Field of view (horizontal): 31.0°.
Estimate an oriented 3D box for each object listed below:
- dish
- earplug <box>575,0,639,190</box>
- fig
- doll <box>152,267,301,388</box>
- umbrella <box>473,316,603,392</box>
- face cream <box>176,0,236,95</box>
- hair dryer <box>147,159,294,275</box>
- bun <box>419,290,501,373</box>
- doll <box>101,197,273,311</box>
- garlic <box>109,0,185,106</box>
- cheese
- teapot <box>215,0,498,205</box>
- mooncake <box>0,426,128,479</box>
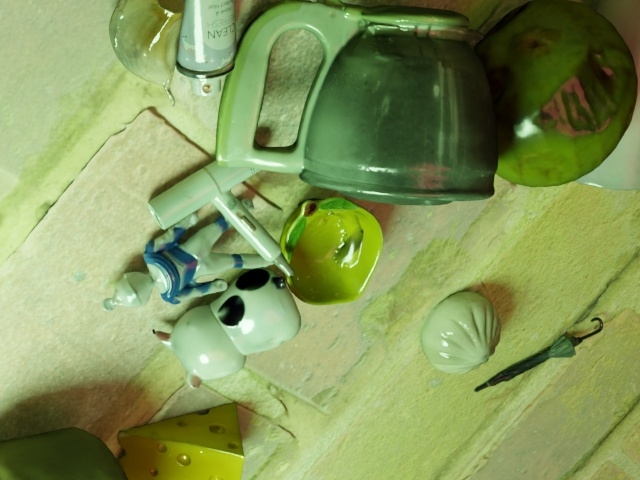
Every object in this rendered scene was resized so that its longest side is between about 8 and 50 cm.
[{"bbox_3d":[0.000,0.000,1.548,0.149,0.080,0.207,-35,135,-10],"label":"dish"},{"bbox_3d":[0.432,-0.241,1.640,0.172,0.172,0.301,-11,118,-29],"label":"earplug"},{"bbox_3d":[0.302,-0.182,1.533,0.239,0.239,0.271,-42,151,-4],"label":"fig"},{"bbox_3d":[-0.113,0.114,1.528,0.181,0.110,0.107,-36,154,-2],"label":"doll"},{"bbox_3d":[0.382,0.208,1.981,0.269,0.044,0.044,-27,104,-15],"label":"umbrella"},{"bbox_3d":[-0.130,-0.270,1.278,0.075,0.075,0.229,-17,128,-24],"label":"face cream"},{"bbox_3d":[-0.105,-0.009,1.439,0.155,0.044,0.183,-32,98,-12],"label":"hair dryer"},{"bbox_3d":[0.232,0.155,1.805,0.138,0.094,0.138,-16,124,-26],"label":"bun"},{"bbox_3d":[-0.177,0.028,1.464,0.227,0.057,0.114,-25,110,-20],"label":"doll"},{"bbox_3d":[-0.194,-0.222,1.265,0.066,0.084,0.152,-29,149,-40],"label":"garlic"},{"bbox_3d":[-0.200,0.301,1.629,0.171,0.126,0.093,0,120,-11],"label":"cheese"},{"bbox_3d":[0.061,-0.173,1.404,0.239,0.322,0.239,-17,112,-69],"label":"teapot"},{"bbox_3d":[-0.326,0.379,1.447,0.156,0.284,0.284,-11,125,-36],"label":"mooncake"}]
